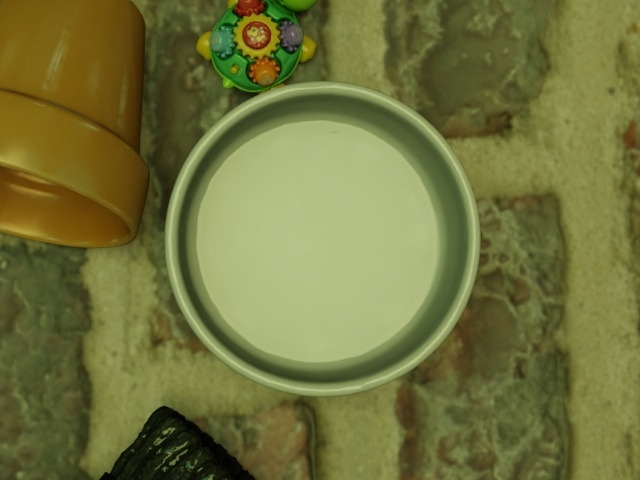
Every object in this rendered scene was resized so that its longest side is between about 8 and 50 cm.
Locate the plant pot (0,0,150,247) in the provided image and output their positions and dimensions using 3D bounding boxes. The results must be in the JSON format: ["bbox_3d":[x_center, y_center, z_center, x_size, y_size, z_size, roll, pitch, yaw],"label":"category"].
[{"bbox_3d":[-0.230,-0.115,0.761,0.205,0.205,0.187,12,73,-4],"label":"plant pot"}]

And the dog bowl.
[{"bbox_3d":[0.000,0.000,0.810,0.265,0.104,0.264,0,88,-4],"label":"dog bowl"}]

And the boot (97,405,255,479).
[{"bbox_3d":[-0.217,0.232,0.766,0.348,0.131,0.260,41,92,-18],"label":"boot"}]

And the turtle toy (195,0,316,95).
[{"bbox_3d":[-0.049,-0.191,0.829,0.095,0.066,0.130,35,87,-3],"label":"turtle toy"}]
